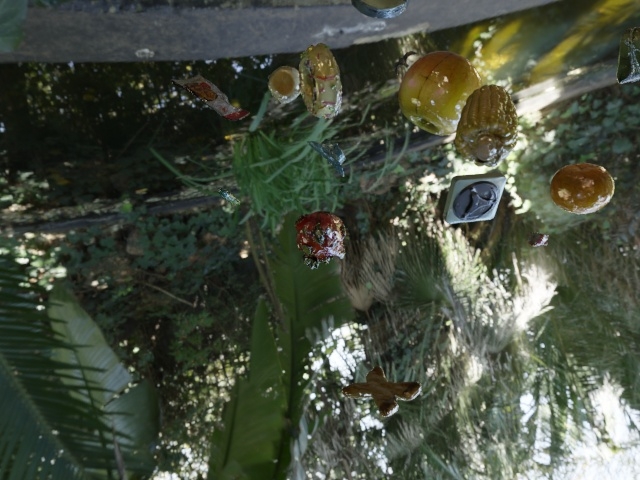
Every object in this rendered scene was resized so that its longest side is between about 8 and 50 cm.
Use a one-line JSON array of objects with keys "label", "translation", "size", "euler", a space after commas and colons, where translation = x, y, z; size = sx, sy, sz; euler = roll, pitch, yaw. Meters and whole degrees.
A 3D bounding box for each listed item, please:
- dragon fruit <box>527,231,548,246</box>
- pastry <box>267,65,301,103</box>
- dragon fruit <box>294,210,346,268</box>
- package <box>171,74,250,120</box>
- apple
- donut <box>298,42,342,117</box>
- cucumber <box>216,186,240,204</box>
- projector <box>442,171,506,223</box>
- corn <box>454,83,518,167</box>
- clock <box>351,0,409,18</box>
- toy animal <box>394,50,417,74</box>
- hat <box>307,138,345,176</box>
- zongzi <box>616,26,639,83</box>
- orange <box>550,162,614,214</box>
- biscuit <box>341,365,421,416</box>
[{"label": "dragon fruit", "translation": [0.897, -0.002, 1.736], "size": [0.056, 0.060, 0.083], "euler": [11, -174, -21]}, {"label": "pastry", "translation": [-0.155, -0.697, 1.875], "size": [0.166, 0.165, 0.088], "euler": [-16, -167, 22]}, {"label": "dragon fruit", "translation": [-0.007, 0.014, 1.501], "size": [0.198, 0.269, 0.200], "euler": [21, -153, 6]}, {"label": "package", "translation": [-0.363, -0.478, 1.413], "size": [0.030, 0.239, 0.154], "euler": [-53, 177, 35]}, {"label": "apple", "translation": [0.402, -0.495, 1.413], "size": [0.233, 0.286, 0.286], "euler": [-58, 176, 6]}, {"label": "donut", "translation": [-0.005, -0.371, 0.990], "size": [0.068, 0.174, 0.174], "euler": [-13, -179, -13]}, {"label": "cucumber", "translation": [-0.357, -0.171, 1.650], "size": [0.039, 0.039, 0.168], "euler": [-16, 158, 14]}, {"label": "projector", "translation": [0.748, -0.200, 2.045], "size": [0.259, 0.257, 0.079], "euler": [-6, -139, -7]}, {"label": "corn", "translation": [0.374, -0.269, 0.947], "size": [0.130, 0.130, 0.347], "euler": [-16, -152, 31]}, {"label": "clock", "translation": [0.221, -0.915, 1.544], "size": [0.226, 0.225, 0.049], "euler": [-17, 162, -10]}, {"label": "toy animal", "translation": [0.255, -0.553, 1.300], "size": [0.084, 0.028, 0.050], "euler": [-45, -140, 11]}, {"label": "hat", "translation": [0.044, -0.325, 1.556], "size": [0.078, 0.191, 0.138], "euler": [-46, -171, 9]}, {"label": "zongzi", "translation": [0.610, -0.341, 0.764], "size": [0.113, 0.052, 0.104], "euler": [7, 154, 34]}, {"label": "orange", "translation": [0.391, -0.077, 0.629], "size": [0.083, 0.070, 0.083], "euler": [-8, -153, 4]}, {"label": "biscuit", "translation": [0.183, 0.454, 1.271], "size": [0.164, 0.047, 0.208], "euler": [-20, -169, -30]}]
